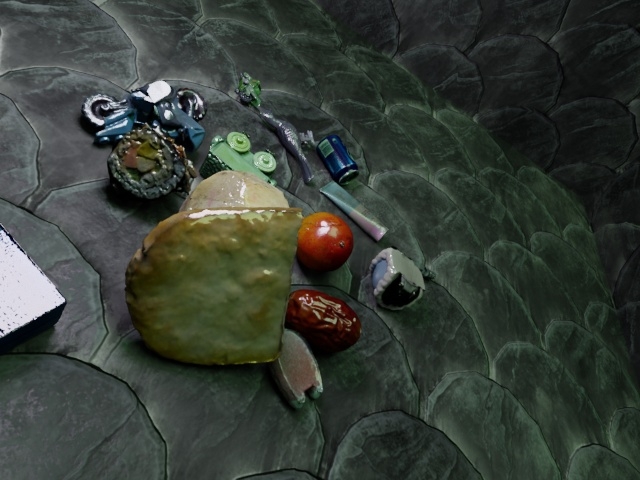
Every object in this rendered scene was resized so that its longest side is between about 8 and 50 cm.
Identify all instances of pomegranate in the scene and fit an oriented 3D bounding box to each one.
[{"bbox_3d":[0.000,0.000,1.888,0.235,0.210,0.210,32,33,26],"label":"pomegranate"}]

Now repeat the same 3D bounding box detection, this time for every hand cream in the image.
[{"bbox_3d":[0.140,-0.126,2.230,0.312,0.070,0.111,43,43,5],"label":"hand cream"}]

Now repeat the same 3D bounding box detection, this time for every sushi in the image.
[{"bbox_3d":[-0.507,-0.231,1.669,0.219,0.224,0.239,-105,178,-68],"label":"sushi"}]

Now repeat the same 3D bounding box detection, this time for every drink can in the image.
[{"bbox_3d":[0.072,-0.338,2.322,0.118,0.118,0.205,-9,63,-45],"label":"drink can"}]

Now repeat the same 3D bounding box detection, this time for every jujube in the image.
[{"bbox_3d":[0.005,0.243,1.695,0.250,0.174,0.174,30,40,-7],"label":"jujube"}]

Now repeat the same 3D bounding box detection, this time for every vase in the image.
[{"bbox_3d":[0.378,0.112,2.221,0.211,0.060,0.060,22,43,-26],"label":"vase"}]

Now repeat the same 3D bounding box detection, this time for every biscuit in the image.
[{"bbox_3d":[-0.269,0.125,1.428,0.446,0.430,0.104,-2,17,-19],"label":"biscuit"}]

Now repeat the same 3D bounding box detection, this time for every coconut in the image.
[{"bbox_3d":[-0.238,-0.024,1.632,0.352,0.352,0.353,23,43,-23],"label":"coconut"}]

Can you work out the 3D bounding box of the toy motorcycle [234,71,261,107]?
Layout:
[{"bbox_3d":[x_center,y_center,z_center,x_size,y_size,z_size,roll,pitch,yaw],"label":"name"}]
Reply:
[{"bbox_3d":[-0.295,-0.631,2.318,0.106,0.074,0.190,26,41,-33],"label":"toy motorcycle"}]

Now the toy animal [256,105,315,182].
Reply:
[{"bbox_3d":[-0.104,-0.407,2.267,0.367,0.081,0.205,55,35,3],"label":"toy animal"}]

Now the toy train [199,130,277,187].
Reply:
[{"bbox_3d":[-0.279,-0.247,1.916,0.271,0.159,0.188,38,49,-6],"label":"toy train"}]

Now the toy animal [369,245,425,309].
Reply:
[{"bbox_3d":[0.265,0.140,2.026,0.208,0.156,0.204,34,33,-37],"label":"toy animal"}]

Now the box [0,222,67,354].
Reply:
[{"bbox_3d":[-0.755,0.116,1.199,0.279,0.116,0.261,48,40,5],"label":"box"}]

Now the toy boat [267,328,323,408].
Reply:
[{"bbox_3d":[-0.087,0.365,1.593,0.155,0.085,0.228,-14,77,-50],"label":"toy boat"}]

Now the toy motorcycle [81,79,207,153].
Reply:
[{"bbox_3d":[-0.544,-0.385,1.803,0.416,0.172,0.232,-13,78,-36],"label":"toy motorcycle"}]
